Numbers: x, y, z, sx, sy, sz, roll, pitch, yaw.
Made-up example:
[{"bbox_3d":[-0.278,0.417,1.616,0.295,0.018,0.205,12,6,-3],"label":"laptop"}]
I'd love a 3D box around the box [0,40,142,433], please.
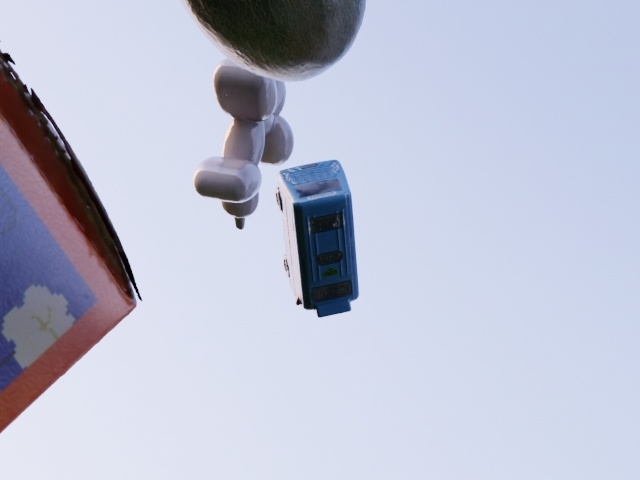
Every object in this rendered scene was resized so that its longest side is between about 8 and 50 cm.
[{"bbox_3d":[-0.339,-0.022,0.917,0.348,0.257,0.319,3,-49,55],"label":"box"}]

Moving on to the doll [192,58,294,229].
[{"bbox_3d":[-0.062,-0.093,1.447,0.059,0.161,0.160,8,-12,10],"label":"doll"}]

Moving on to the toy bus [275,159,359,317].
[{"bbox_3d":[0.000,0.000,0.905,0.038,0.046,0.083,-12,-54,-9],"label":"toy bus"}]

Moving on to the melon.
[{"bbox_3d":[-0.034,-0.170,0.989,0.114,0.114,0.167,2,-35,34],"label":"melon"}]
